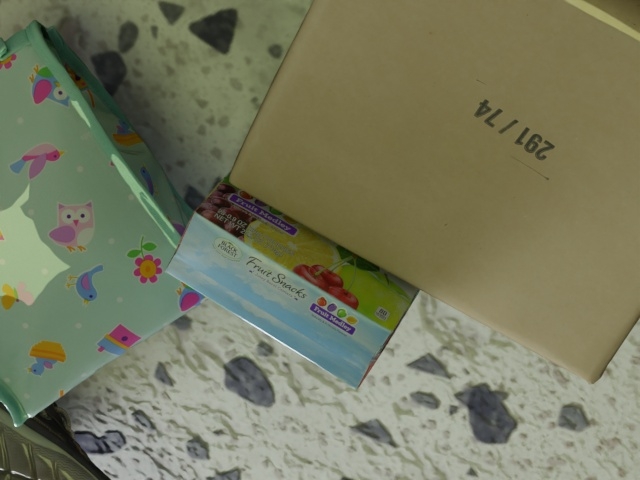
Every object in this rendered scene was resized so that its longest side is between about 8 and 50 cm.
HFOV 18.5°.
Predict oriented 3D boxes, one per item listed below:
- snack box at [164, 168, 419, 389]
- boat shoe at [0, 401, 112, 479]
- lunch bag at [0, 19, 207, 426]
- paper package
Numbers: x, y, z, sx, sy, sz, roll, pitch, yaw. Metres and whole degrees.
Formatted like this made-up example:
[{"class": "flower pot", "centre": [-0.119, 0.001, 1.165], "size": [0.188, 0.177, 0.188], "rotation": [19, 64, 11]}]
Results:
[{"class": "snack box", "centre": [0.000, 0.000, 1.532], "size": [0.174, 0.207, 0.070], "rotation": [31, 122, 2]}, {"class": "boat shoe", "centre": [-0.275, 0.186, 1.776], "size": [0.355, 0.130, 0.132], "rotation": [38, 119, 6]}, {"class": "lunch bag", "centre": [-0.239, -0.020, 1.610], "size": [0.223, 0.160, 0.262], "rotation": [-35, 105, 8]}, {"class": "paper package", "centre": [0.144, -0.104, 1.425], "size": [0.324, 0.168, 0.309], "rotation": [29, 129, 0]}]
